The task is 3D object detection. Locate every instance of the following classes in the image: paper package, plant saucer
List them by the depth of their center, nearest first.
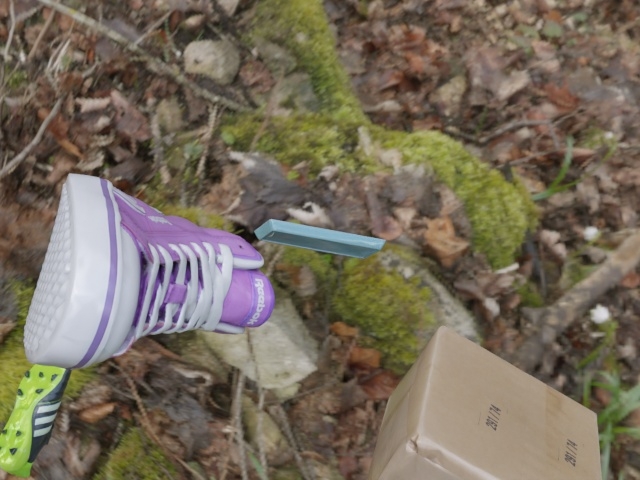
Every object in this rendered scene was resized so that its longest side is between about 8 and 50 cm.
[{"bbox_3d":[0.240,0.321,1.361,0.309,0.325,0.168,30,115,-1],"label":"paper package"},{"bbox_3d":[0.000,0.000,1.422,0.192,0.067,0.018,11,69,-23],"label":"plant saucer"}]

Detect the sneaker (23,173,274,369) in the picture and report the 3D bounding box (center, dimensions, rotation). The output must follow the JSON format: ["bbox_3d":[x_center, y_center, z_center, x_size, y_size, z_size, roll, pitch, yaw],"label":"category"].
[{"bbox_3d":[-0.096,0.022,0.605,0.161,0.282,0.102,17,97,-14],"label":"sneaker"}]

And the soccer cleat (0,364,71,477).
[{"bbox_3d":[-0.385,0.234,1.291,0.060,0.072,0.179,8,57,19],"label":"soccer cleat"}]
